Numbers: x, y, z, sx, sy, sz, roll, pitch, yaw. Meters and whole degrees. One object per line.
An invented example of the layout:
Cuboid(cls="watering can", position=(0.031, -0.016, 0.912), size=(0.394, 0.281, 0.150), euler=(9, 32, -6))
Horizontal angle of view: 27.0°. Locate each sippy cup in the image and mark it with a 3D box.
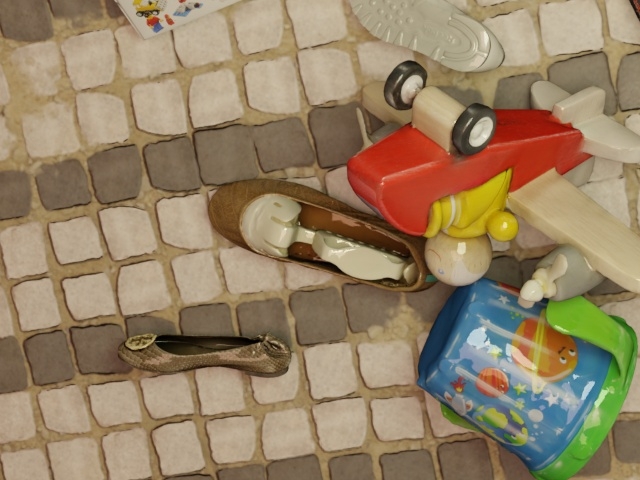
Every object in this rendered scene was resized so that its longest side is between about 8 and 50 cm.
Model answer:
Cuboid(cls="sippy cup", position=(0.255, 0.164, 1.739), size=(0.224, 0.240, 0.305), euler=(27, 112, -5))

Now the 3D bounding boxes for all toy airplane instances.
Cuboid(cls="toy airplane", position=(0.216, -0.071, 1.664), size=(0.384, 0.386, 0.272), euler=(17, 114, -3))

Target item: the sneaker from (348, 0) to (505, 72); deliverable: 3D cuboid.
Cuboid(cls="sneaker", position=(0.137, -0.289, 1.762), size=(0.235, 0.095, 0.090), euler=(38, 111, 21))

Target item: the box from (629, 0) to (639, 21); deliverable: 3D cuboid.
Cuboid(cls="box", position=(0.466, -0.326, 1.665), size=(0.159, 0.044, 0.233), euler=(-25, 85, -2))

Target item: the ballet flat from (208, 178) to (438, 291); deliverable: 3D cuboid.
Cuboid(cls="ballet flat", position=(0.000, 0.000, 1.823), size=(0.342, 0.124, 0.116), euler=(20, 104, 6))

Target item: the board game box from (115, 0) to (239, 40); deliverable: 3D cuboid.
Cuboid(cls="board game box", position=(-0.145, -0.396, 1.748), size=(0.305, 0.053, 0.193), euler=(-20, 136, 13))

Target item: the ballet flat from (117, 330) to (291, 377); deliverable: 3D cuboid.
Cuboid(cls="ballet flat", position=(-0.165, 0.153, 1.905), size=(0.249, 0.084, 0.058), euler=(4, 118, 4))
